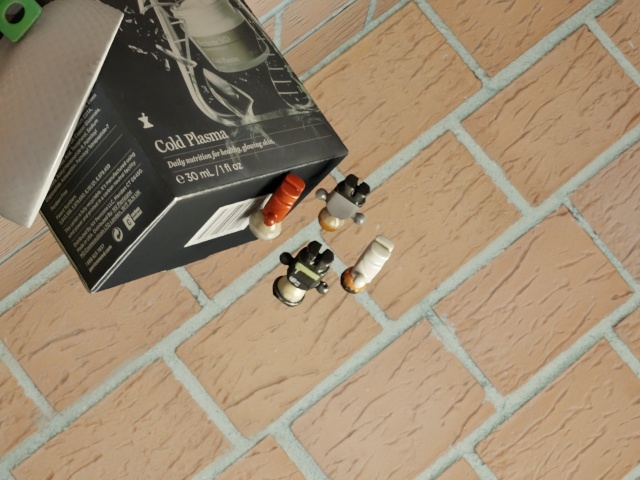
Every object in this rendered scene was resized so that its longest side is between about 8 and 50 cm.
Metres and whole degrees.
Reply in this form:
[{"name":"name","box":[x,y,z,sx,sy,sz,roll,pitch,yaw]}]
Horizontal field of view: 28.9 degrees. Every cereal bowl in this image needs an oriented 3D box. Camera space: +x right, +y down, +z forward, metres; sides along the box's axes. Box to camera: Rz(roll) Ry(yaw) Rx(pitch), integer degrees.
[{"name":"cereal bowl","box":[-0.406,-0.197,1.751,0.339,0.141,0.339,-60,-166,25]}]

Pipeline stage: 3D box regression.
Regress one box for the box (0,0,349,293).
[{"name":"box","box":[-0.289,-0.221,2.178,0.480,0.472,0.297,-20,161,-52]}]

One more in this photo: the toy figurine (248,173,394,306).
[{"name":"toy figurine","box":[0.000,0.000,2.135,0.209,0.213,0.148,-5,149,-35]}]

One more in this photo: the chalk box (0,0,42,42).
[{"name":"chalk box","box":[-0.453,-0.357,1.624,0.132,0.213,0.132,-42,173,22]}]
